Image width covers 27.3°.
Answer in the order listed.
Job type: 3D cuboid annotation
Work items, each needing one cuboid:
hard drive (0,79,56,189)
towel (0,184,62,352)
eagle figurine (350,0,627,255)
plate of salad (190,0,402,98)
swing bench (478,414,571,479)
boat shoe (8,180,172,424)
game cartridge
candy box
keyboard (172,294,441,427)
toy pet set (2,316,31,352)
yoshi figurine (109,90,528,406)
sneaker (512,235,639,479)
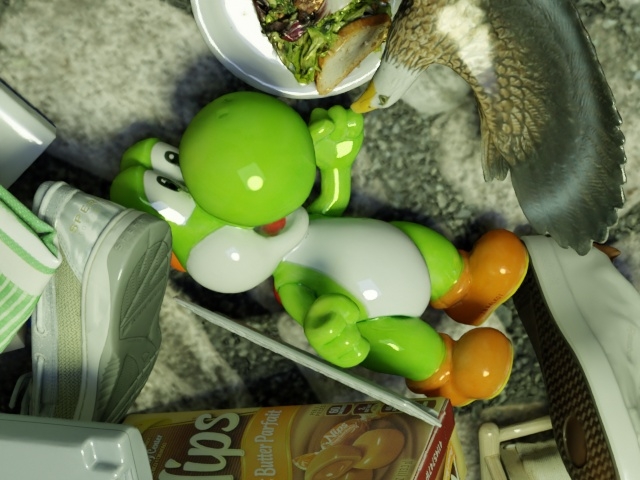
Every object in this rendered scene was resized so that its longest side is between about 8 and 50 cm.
[{"bbox_3d":[-0.403,-0.117,1.055,0.210,0.040,0.319,-44,112,9],"label":"hard drive"},{"bbox_3d":[-0.368,0.036,1.041,0.248,0.038,0.325,42,118,-4],"label":"towel"},{"bbox_3d":[0.120,-0.155,1.021,0.298,0.225,0.226,35,61,-18],"label":"eagle figurine"},{"bbox_3d":[-0.008,-0.210,1.083,0.200,0.048,0.199,-3,112,-8],"label":"plate of salad"},{"bbox_3d":[0.283,0.262,1.245,0.253,0.165,0.254,-13,149,-6],"label":"swing bench"},{"bbox_3d":[-0.202,0.082,1.106,0.103,0.118,0.320,28,138,10],"label":"boat shoe"},{"bbox_3d":[-0.211,0.267,1.051,0.196,0.060,0.294,1,116,17],"label":"game cartridge"},{"bbox_3d":[-0.052,0.222,1.109,0.316,0.183,0.087,-6,115,22],"label":"candy box"},{"bbox_3d":[-0.016,0.099,1.106,0.072,0.256,0.014,27,85,-55],"label":"keyboard"},{"bbox_3d":[-0.311,0.063,1.132,0.114,0.065,0.122,-15,134,7],"label":"toy pet set"},{"bbox_3d":[0.011,-0.006,1.098,0.362,0.203,0.203,24,98,-16],"label":"yoshi figurine"},{"bbox_3d":[0.256,0.106,1.131,0.123,0.290,0.106,0,139,-11],"label":"sneaker"}]
